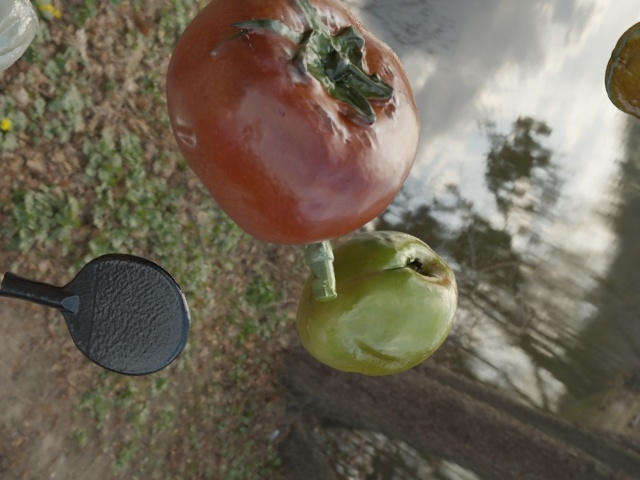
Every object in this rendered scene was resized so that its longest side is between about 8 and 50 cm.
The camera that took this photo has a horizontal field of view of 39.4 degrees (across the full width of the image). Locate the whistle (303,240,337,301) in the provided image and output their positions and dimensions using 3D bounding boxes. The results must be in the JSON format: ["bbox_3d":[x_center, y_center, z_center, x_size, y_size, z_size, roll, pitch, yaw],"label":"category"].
[{"bbox_3d":[0.000,0.000,1.411,0.057,0.198,0.104,-7,159,-10],"label":"whistle"}]

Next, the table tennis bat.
[{"bbox_3d":[-0.267,0.079,1.056,0.027,0.236,0.150,-50,153,-73],"label":"table tennis bat"}]

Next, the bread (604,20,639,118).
[{"bbox_3d":[0.280,-0.135,0.708,0.110,0.110,0.024,88,15,-53],"label":"bread"}]

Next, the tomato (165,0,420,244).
[{"bbox_3d":[-0.047,-0.154,1.150,0.273,0.341,0.341,-37,176,42],"label":"tomato"}]

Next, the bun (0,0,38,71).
[{"bbox_3d":[-0.528,-0.293,1.182,0.175,0.263,0.263,-62,159,-19],"label":"bun"}]

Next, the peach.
[{"bbox_3d":[0.108,0.126,1.808,0.314,0.281,0.315,9,144,-28],"label":"peach"}]
